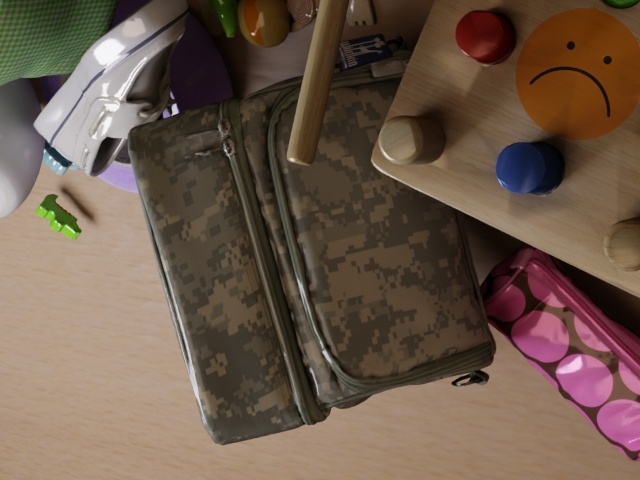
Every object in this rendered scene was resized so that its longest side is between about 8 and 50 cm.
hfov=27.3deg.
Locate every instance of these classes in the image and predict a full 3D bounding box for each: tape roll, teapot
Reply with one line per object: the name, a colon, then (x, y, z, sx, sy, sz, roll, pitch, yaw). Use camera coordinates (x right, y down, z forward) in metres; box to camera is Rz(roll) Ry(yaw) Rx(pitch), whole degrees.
tape roll: (-0.183, -0.147, 1.305, 0.189, 0.080, 0.189, 23, 132, 28)
teapot: (-0.382, -0.147, 1.324, 0.256, 0.187, 0.252, 8, 156, 11)

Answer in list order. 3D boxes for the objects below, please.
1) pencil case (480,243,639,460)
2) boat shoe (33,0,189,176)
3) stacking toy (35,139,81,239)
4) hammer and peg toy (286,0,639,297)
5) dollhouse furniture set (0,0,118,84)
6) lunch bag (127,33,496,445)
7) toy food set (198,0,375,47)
pencil case: (0.233, 0.091, 1.153, 0.209, 0.095, 0.098, 42, 166, 5)
boat shoe: (-0.174, -0.131, 1.180, 0.088, 0.096, 0.267, 50, 139, -5)
stacking toy: (-0.309, -0.124, 1.447, 0.221, 0.052, 0.167, 46, 137, 0)
hammer and peg toy: (0.144, -0.135, 0.983, 0.361, 0.127, 0.266, 26, 104, 20)
dollhouse furniture set: (-0.202, -0.222, 1.075, 0.151, 0.198, 0.301, 42, 127, 28)
lunch bag: (0.000, 0.000, 1.137, 0.256, 0.212, 0.305, -15, 89, 6)
toy food set: (-0.052, -0.237, 1.182, 0.192, 0.038, 0.132, 2, 119, 36)
